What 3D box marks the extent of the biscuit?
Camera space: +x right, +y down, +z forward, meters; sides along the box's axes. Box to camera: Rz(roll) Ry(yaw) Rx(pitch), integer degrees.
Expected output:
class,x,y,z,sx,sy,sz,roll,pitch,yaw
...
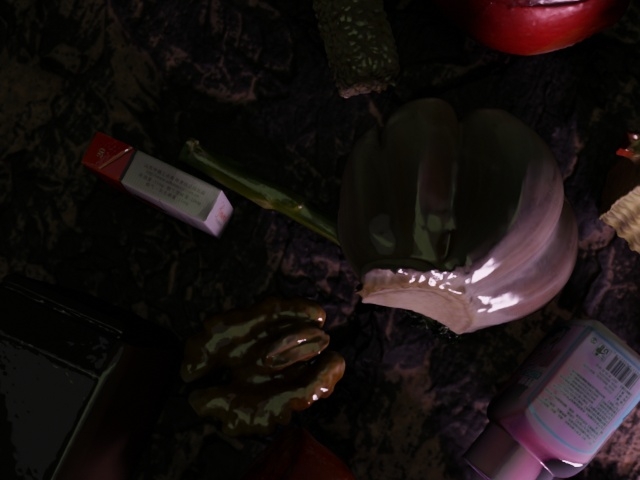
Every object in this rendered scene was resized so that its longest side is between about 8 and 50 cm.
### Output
class,x,y,z,sx,sy,sz,roll,pitch,yaw
biscuit,0.038,-0.254,0.868,0.082,0.070,0.168,-11,78,-9

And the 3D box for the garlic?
class,x,y,z,sx,sy,sz,roll,pitch,yaw
garlic,0.141,-0.030,0.766,0.238,0.210,0.291,6,55,25

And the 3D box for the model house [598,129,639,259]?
class,x,y,z,sx,sy,sz,roll,pitch,yaw
model house,0.413,-0.045,0.755,0.254,0.196,0.160,21,81,7

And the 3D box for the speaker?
class,x,y,z,sx,sy,sz,roll,pitch,yaw
speaker,-0.252,0.150,0.722,0.153,0.231,0.192,24,81,6

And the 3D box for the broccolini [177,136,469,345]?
class,x,y,z,sx,sy,sz,roll,pitch,yaw
broccolini,0.003,-0.005,0.819,0.392,0.074,0.078,28,75,5

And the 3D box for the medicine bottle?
class,x,y,z,sx,sy,sz,roll,pitch,yaw
medicine bottle,0.235,0.176,0.757,0.094,0.119,0.188,42,83,4

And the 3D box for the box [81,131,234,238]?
class,x,y,z,sx,sy,sz,roll,pitch,yaw
box,-0.177,-0.059,0.823,0.152,0.100,0.048,28,79,6

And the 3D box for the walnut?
class,x,y,z,sx,sy,sz,roll,pitch,yaw
walnut,-0.063,0.136,0.801,0.170,0.069,0.142,-19,79,-3

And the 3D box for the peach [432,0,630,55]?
class,x,y,z,sx,sy,sz,roll,pitch,yaw
peach,0.212,-0.290,0.819,0.268,0.158,0.153,5,70,1

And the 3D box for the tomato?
class,x,y,z,sx,sy,sz,roll,pitch,yaw
tomato,-0.033,0.292,0.698,0.140,0.233,0.200,38,79,-5
